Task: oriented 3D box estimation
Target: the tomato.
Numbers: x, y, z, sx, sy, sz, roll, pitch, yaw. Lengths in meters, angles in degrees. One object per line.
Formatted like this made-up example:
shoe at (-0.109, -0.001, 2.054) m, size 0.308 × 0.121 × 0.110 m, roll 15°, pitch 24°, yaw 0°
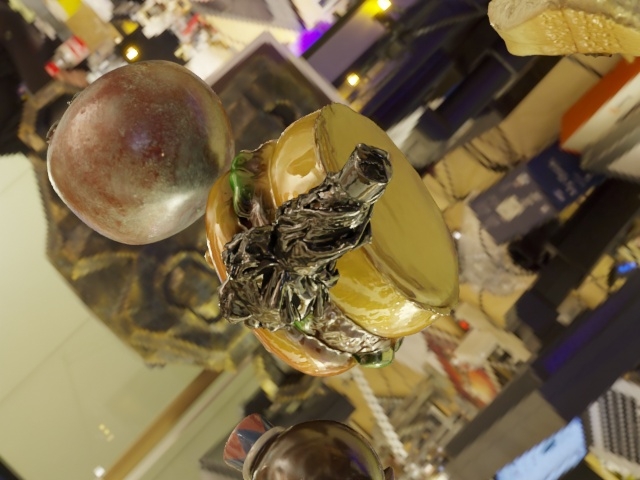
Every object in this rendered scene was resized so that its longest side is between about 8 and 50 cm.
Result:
tomato at (-0.297, -0.148, 1.767) m, size 0.282 × 0.316 × 0.317 m, roll 44°, pitch 161°, yaw 10°

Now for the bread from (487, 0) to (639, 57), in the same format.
bread at (0.314, -0.301, 1.257) m, size 0.224 × 0.184 × 0.211 m, roll 19°, pitch 161°, yaw -23°

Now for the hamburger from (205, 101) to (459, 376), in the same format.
hamburger at (0.000, 0.000, 1.627) m, size 0.396 × 0.277 × 0.396 m, roll 43°, pitch -151°, yaw -30°

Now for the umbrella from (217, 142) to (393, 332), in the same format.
umbrella at (-0.008, 0.015, 1.321) m, size 0.154 × 0.128 × 0.336 m, roll 44°, pitch 134°, yaw -14°

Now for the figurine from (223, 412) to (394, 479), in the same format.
figurine at (0.009, 0.292, 1.128) m, size 0.275 × 0.161 × 0.158 m, roll 57°, pitch 138°, yaw 30°
